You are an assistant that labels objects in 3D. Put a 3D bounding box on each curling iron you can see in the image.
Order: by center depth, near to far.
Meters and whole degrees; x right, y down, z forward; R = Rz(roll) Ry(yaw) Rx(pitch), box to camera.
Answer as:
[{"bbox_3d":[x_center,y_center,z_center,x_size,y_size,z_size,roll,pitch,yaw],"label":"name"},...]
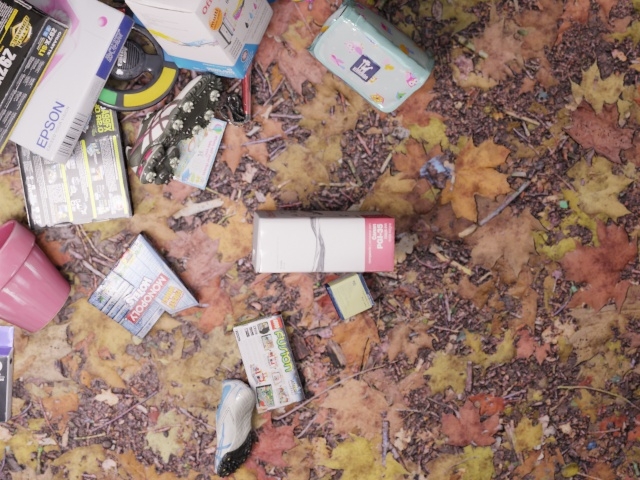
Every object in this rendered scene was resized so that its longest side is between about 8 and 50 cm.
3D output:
[{"bbox_3d":[-0.173,-0.378,1.924,0.068,0.035,0.274,5,101,-6],"label":"curling iron"}]

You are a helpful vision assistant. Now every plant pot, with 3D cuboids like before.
[{"bbox_3d":[-0.627,0.088,1.865,0.201,0.201,0.180,-46,115,0],"label":"plant pot"}]

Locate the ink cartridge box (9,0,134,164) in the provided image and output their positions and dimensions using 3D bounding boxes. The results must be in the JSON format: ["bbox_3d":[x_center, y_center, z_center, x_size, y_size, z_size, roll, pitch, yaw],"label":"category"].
[{"bbox_3d":[-0.582,-0.365,1.803,0.330,0.071,0.324,26,93,12],"label":"ink cartridge box"}]

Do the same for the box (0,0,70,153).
[{"bbox_3d":[-0.671,-0.337,1.750,0.257,0.079,0.322,31,95,17],"label":"box"}]

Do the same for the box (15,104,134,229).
[{"bbox_3d":[-0.520,-0.168,1.902,0.216,0.060,0.270,-9,99,-7],"label":"box"}]

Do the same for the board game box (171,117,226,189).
[{"bbox_3d":[-0.275,-0.199,1.946,0.103,0.026,0.154,19,95,-9],"label":"board game box"}]

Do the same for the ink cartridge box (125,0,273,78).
[{"bbox_3d":[-0.232,-0.459,1.770,0.168,0.233,0.171,16,75,25],"label":"ink cartridge box"}]

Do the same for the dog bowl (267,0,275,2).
[{"bbox_3d":[-0.214,-0.584,1.841,0.297,0.166,0.074,21,83,-9],"label":"dog bowl"}]

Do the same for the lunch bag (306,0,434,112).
[{"bbox_3d":[0.102,-0.382,1.852,0.223,0.262,0.160,38,91,-11],"label":"lunch bag"}]

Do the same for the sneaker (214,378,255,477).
[{"bbox_3d":[-0.199,0.419,2.020,0.085,0.086,0.237,-4,113,-40],"label":"sneaker"}]

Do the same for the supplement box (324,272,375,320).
[{"bbox_3d":[0.065,0.121,2.016,0.083,0.056,0.083,-25,100,-3],"label":"supplement box"}]

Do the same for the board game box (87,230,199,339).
[{"bbox_3d":[-0.371,0.115,1.958,0.194,0.060,0.194,37,91,-10],"label":"board game box"}]

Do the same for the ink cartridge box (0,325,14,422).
[{"bbox_3d":[-0.769,0.283,1.937,0.206,0.045,0.208,3,96,-7],"label":"ink cartridge box"}]

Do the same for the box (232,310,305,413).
[{"bbox_3d":[-0.115,0.273,2.023,0.114,0.036,0.207,-16,99,-5],"label":"box"}]

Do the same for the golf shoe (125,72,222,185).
[{"bbox_3d":[-0.313,-0.246,1.869,0.120,0.105,0.273,45,104,29],"label":"golf shoe"}]

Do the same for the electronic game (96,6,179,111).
[{"bbox_3d":[-0.405,-0.374,1.863,0.229,0.048,0.229,4,77,-16],"label":"electronic game"}]

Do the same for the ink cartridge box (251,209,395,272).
[{"bbox_3d":[0.000,0.000,1.915,0.283,0.207,0.117,0,96,-8],"label":"ink cartridge box"}]
